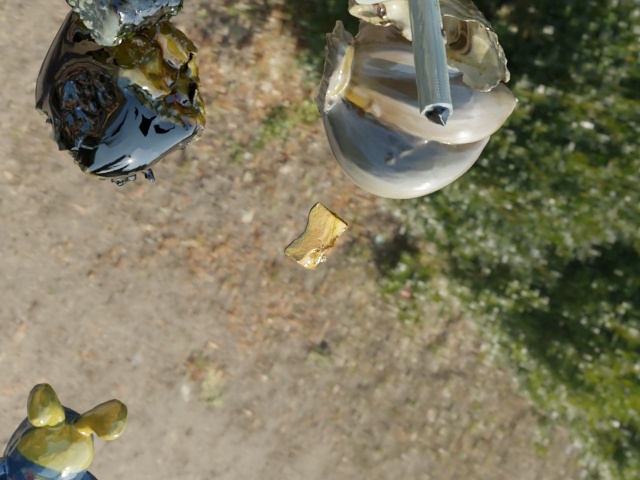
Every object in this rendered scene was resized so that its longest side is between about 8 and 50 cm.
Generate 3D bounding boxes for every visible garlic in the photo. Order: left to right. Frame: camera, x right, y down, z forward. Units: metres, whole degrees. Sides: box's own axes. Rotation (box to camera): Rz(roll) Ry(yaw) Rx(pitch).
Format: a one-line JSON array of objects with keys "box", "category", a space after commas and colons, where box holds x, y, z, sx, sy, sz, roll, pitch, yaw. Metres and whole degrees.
[{"box": [0.136, -0.192, 1.814, 0.325, 0.132, 0.279, 17, 113, -10], "category": "garlic"}]

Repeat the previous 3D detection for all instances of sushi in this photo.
[{"box": [-0.254, -0.339, 1.409, 0.127, 0.225, 0.124, -36, 176, -26], "category": "sushi"}, {"box": [-0.242, -0.199, 1.548, 0.204, 0.213, 0.200, -43, 169, 15], "category": "sushi"}]

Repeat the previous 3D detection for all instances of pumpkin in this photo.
[{"box": [0.001, -0.001, 1.361, 0.073, 0.035, 0.101, -58, 160, 4], "category": "pumpkin"}]

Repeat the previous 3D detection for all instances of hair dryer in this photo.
[{"box": [0.103, -0.224, 1.294, 0.073, 0.131, 0.236, 44, 37, -65], "category": "hair dryer"}]

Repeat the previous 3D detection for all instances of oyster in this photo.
[{"box": [0.147, -0.288, 1.544, 0.107, 0.232, 0.161, -48, 144, -17], "category": "oyster"}]

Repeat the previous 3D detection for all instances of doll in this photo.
[{"box": [-0.186, 0.170, 0.791, 0.102, 0.089, 0.179, 15, 126, -17], "category": "doll"}]
